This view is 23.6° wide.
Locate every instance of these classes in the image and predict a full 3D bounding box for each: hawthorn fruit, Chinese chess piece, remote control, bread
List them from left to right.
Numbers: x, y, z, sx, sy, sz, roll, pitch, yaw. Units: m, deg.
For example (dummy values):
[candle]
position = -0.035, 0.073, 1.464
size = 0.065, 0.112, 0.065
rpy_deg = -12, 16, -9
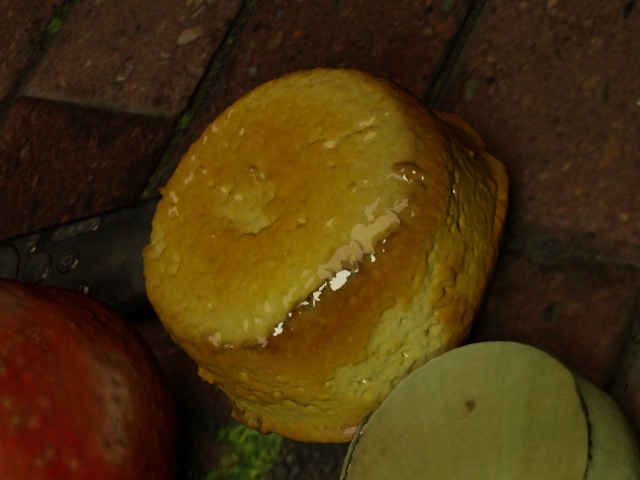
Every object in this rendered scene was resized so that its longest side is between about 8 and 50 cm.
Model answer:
[hawthorn fruit]
position = -0.213, 0.202, 1.007
size = 0.285, 0.285, 0.369
rpy_deg = -34, 54, 14
[remote control]
position = -0.208, 0.028, 1.277
size = 0.377, 0.044, 0.107
rpy_deg = -13, 50, 30
[bread]
position = 0.000, 0.000, 1.056
size = 0.268, 0.146, 0.268
rpy_deg = -16, 53, 23
[Chinese chess piece]
position = 0.104, 0.153, 0.922
size = 0.188, 0.083, 0.188
rpy_deg = -23, 48, 28

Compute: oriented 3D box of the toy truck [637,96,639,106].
[toy truck]
position = 0.330, -0.136, 0.845
size = 0.305, 0.162, 0.136
rpy_deg = -43, 4, -16
